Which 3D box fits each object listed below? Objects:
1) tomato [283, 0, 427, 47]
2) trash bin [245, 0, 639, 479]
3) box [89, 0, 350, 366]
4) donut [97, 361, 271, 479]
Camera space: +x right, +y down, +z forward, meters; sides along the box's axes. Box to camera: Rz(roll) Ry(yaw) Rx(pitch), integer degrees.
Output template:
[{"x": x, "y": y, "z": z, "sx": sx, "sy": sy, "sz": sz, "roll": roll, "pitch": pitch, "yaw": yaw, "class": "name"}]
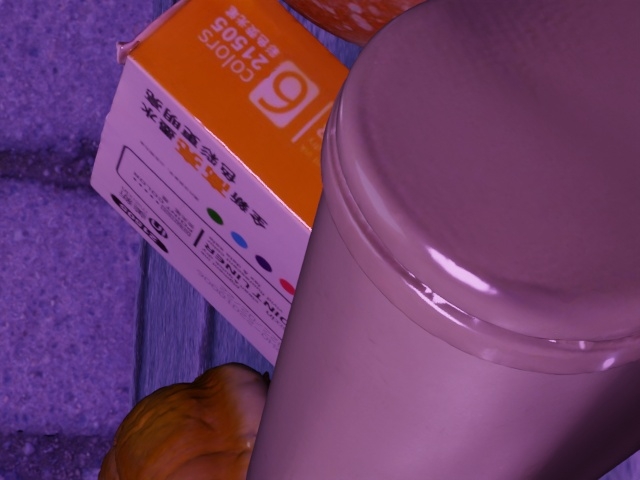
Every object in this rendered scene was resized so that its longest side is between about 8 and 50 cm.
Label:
[{"x": 0.050, "y": -0.226, "z": 0.709, "sx": 0.270, "sy": 0.222, "sz": 0.270, "roll": -179, "pitch": 90, "yaw": -73, "class": "tomato"}, {"x": 0.088, "y": 0.015, "z": 0.512, "sx": 0.121, "sy": 0.243, "sz": 0.247, "roll": 49, "pitch": 148, "yaw": 22, "class": "trash bin"}, {"x": 0.000, "y": 0.000, "z": 0.798, "sx": 0.091, "sy": 0.274, "sz": 0.221, "roll": -46, "pitch": -4, "yaw": -21, "class": "box"}, {"x": -0.082, "y": 0.312, "z": 1.147, "sx": 0.449, "sy": 0.198, "sz": 0.449, "roll": -179, "pitch": 90, "yaw": -75, "class": "donut"}]
